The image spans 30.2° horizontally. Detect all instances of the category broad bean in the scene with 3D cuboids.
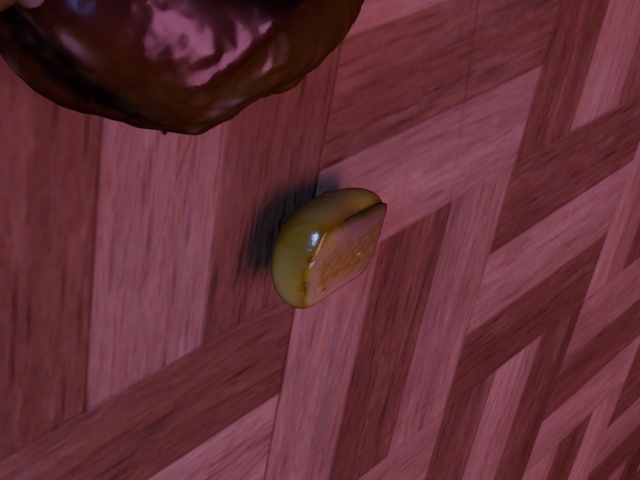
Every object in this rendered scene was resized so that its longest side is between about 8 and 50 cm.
[{"bbox_3d":[-0.062,-0.138,0.589,0.122,0.156,0.228,-27,-171,45],"label":"broad bean"}]

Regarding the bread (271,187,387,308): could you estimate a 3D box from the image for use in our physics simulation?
[{"bbox_3d":[0.000,0.000,0.888,0.115,0.056,0.082,-31,143,-51],"label":"bread"}]

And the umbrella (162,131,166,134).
[{"bbox_3d":[-0.070,-0.117,0.706,0.122,0.022,0.013,-57,180,19],"label":"umbrella"}]

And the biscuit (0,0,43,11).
[{"bbox_3d":[-0.293,-0.065,0.243,0.432,0.064,0.283,-36,116,-6],"label":"biscuit"}]
